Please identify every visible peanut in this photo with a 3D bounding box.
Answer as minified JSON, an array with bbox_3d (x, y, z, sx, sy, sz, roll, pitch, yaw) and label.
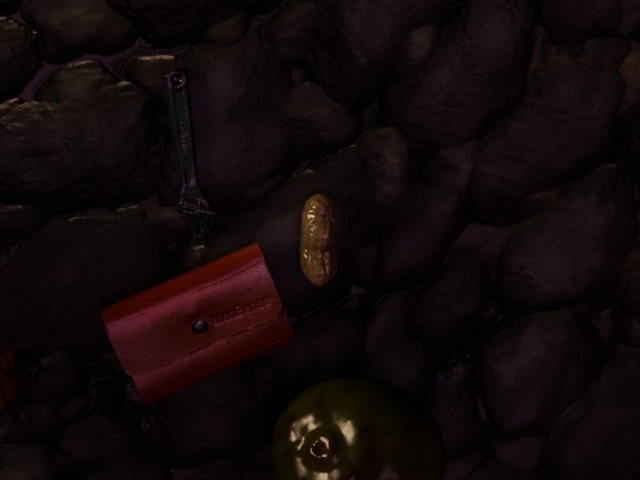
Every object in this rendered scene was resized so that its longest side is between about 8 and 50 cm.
[{"bbox_3d":[0.000,0.000,1.698,0.054,0.054,0.113,-3,111,-15],"label":"peanut"}]

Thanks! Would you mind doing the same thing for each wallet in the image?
[{"bbox_3d":[-0.141,0.100,1.708,0.204,0.045,0.142,-23,119,-5],"label":"wallet"}]

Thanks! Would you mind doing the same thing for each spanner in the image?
[{"bbox_3d":[-0.147,-0.095,1.633,0.046,0.012,0.208,-11,117,-12],"label":"spanner"}]

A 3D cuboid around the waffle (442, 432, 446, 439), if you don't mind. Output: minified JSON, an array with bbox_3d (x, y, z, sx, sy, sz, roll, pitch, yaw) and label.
[{"bbox_3d":[0.127,0.346,1.911,0.191,0.032,0.125,-42,117,7],"label":"waffle"}]

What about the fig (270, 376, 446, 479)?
[{"bbox_3d":[0.055,0.270,1.780,0.203,0.203,0.225,-53,148,11],"label":"fig"}]

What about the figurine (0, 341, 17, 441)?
[{"bbox_3d":[-0.480,0.075,1.556,0.205,0.224,0.382,-22,96,19],"label":"figurine"}]
